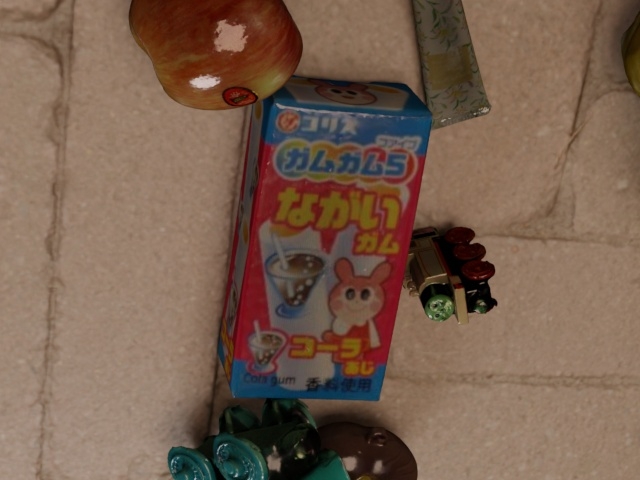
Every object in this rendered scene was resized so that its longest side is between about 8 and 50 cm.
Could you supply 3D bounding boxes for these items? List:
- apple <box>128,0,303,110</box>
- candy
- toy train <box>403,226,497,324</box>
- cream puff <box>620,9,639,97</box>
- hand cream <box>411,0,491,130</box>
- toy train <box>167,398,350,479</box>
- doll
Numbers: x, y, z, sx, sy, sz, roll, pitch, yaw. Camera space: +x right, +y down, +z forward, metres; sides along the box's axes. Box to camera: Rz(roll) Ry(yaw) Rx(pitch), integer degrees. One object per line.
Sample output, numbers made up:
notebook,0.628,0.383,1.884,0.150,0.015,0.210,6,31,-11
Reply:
apple,-0.093,-0.183,1.043,0.131,0.146,0.146,-28,117,5
candy,0.000,0.000,1.171,0.157,0.100,0.306,4,111,-15
toy train,0.122,0.034,1.194,0.087,0.138,0.050,-13,118,-2
cream puff,0.467,-0.140,1.127,0.378,0.275,0.378,-6,114,-14
hand cream,0.115,-0.194,1.145,0.067,0.042,0.194,-20,121,-6
toy train,-0.060,0.243,1.215,0.107,0.198,0.154,-30,97,-46
doll,0.031,0.271,1.305,0.145,0.096,0.188,-3,124,-4
